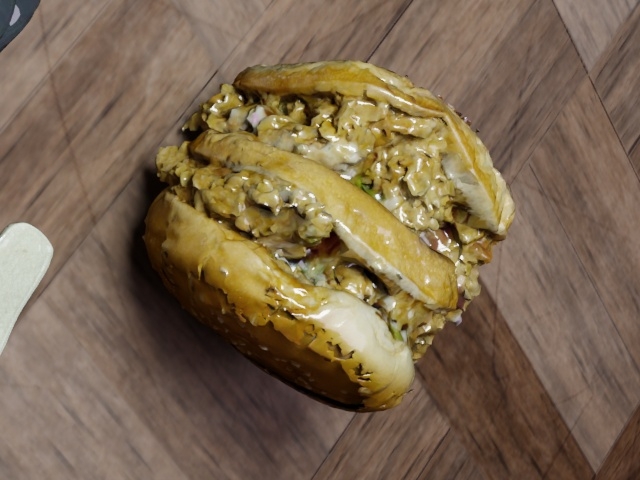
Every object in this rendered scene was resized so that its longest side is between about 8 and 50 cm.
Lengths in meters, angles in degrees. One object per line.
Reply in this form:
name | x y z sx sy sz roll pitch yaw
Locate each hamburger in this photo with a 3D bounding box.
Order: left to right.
hamburger | -0.002 -0.011 1.374 0.211 0.245 0.260 -60 174 -14

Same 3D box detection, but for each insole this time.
insole | -0.238 0.072 1.301 0.063 0.010 0.192 48 64 -42

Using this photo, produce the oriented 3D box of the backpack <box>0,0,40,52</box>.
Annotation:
backpack | -0.266 -0.162 1.137 0.258 0.133 0.206 -37 116 -43
